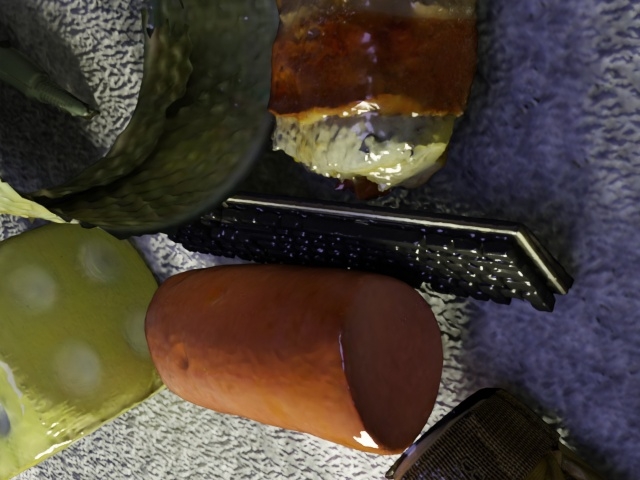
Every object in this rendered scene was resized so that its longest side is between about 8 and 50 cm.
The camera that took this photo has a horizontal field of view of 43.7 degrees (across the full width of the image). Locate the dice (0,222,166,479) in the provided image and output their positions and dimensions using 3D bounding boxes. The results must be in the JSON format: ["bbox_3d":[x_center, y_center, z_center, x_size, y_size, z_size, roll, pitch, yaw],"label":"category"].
[{"bbox_3d":[-0.242,0.094,0.695,0.169,0.166,0.169,-33,85,40],"label":"dice"}]

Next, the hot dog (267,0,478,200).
[{"bbox_3d":[0.032,-0.129,0.460,0.146,0.103,0.213,27,114,51],"label":"hot dog"}]

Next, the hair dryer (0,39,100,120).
[{"bbox_3d":[-0.309,-0.223,0.704,0.267,0.092,0.229,4,104,21],"label":"hair dryer"}]

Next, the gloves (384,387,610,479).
[{"bbox_3d":[0.165,0.245,0.464,0.331,0.154,0.141,54,131,17],"label":"gloves"}]

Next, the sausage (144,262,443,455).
[{"bbox_3d":[-0.037,0.071,0.558,0.259,0.113,0.114,0,107,50],"label":"sausage"}]

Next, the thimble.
[{"bbox_3d":[-0.152,-0.140,0.484,0.150,0.270,0.271,6,110,38],"label":"thimble"}]

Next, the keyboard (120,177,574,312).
[{"bbox_3d":[0.000,0.000,0.530,0.317,0.106,0.027,8,72,37],"label":"keyboard"}]
